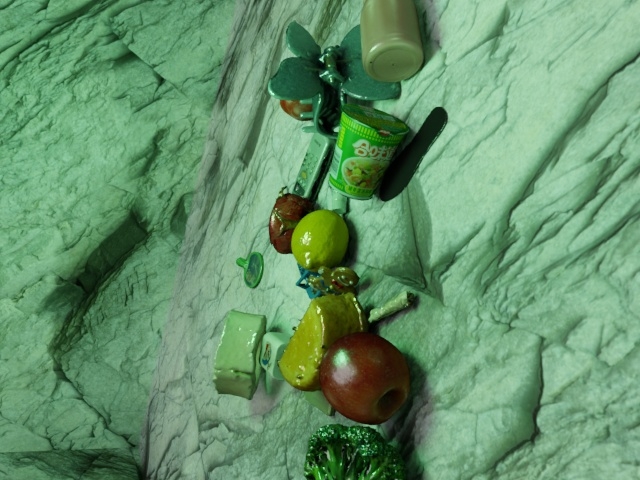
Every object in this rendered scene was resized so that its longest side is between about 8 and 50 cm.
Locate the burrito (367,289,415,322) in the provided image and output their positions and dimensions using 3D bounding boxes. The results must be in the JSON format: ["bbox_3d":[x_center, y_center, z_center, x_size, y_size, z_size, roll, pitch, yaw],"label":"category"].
[{"bbox_3d":[0.185,0.180,1.378,0.041,0.045,0.185,56,137,4],"label":"burrito"}]

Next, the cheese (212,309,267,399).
[{"bbox_3d":[-0.292,0.420,1.910,0.332,0.152,0.293,95,-177,-55],"label":"cheese"}]

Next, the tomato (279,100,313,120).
[{"bbox_3d":[-0.071,-0.526,1.936,0.187,0.186,0.152,7,109,61],"label":"tomato"}]

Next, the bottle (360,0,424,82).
[{"bbox_3d":[0.189,-0.619,1.496,0.206,0.172,0.297,140,132,-57],"label":"bottle"}]

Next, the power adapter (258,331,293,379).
[{"bbox_3d":[-0.113,0.405,1.752,0.204,0.125,0.130,14,93,61],"label":"power adapter"}]

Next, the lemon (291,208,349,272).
[{"bbox_3d":[0.000,0.000,1.630,0.187,0.186,0.244,-36,19,51],"label":"lemon"}]

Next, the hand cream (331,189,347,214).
[{"bbox_3d":[0.066,-0.188,1.707,0.078,0.049,0.205,-28,53,54],"label":"hand cream"}]

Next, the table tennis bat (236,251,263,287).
[{"bbox_3d":[-0.319,0.120,2.299,0.257,0.039,0.161,20,97,58],"label":"table tennis bat"}]

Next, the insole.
[{"bbox_3d":[0.251,-0.232,1.433,0.322,0.007,0.109,-57,38,35],"label":"insole"}]

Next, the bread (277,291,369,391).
[{"bbox_3d":[0.022,0.324,1.468,0.340,0.194,0.179,-63,33,26],"label":"bread"}]

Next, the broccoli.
[{"bbox_3d":[0.071,0.582,1.217,0.297,0.297,0.298,7,108,21],"label":"broccoli"}]

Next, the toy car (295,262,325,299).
[{"bbox_3d":[-0.029,0.115,1.722,0.097,0.100,0.191,-51,44,35],"label":"toy car"}]

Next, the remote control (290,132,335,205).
[{"bbox_3d":[-0.030,-0.256,1.886,0.140,0.056,0.297,53,127,50],"label":"remote control"}]

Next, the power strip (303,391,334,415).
[{"bbox_3d":[-0.002,0.491,1.630,0.168,0.028,0.076,13,93,59],"label":"power strip"}]

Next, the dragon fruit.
[{"bbox_3d":[-0.065,-0.053,1.775,0.148,0.218,0.224,10,78,30],"label":"dragon fruit"}]

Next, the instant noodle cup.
[{"bbox_3d":[0.120,-0.249,1.492,0.207,0.206,0.233,59,137,50],"label":"instant noodle cup"}]

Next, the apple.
[{"bbox_3d":[0.110,0.341,1.283,0.201,0.218,0.219,40,116,47],"label":"apple"}]

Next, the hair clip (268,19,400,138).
[{"bbox_3d":[0.024,-0.510,1.659,0.238,0.391,0.319,100,166,-65],"label":"hair clip"}]

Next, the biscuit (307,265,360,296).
[{"bbox_3d":[0.044,0.130,1.559,0.205,0.138,0.031,-33,22,53],"label":"biscuit"}]
